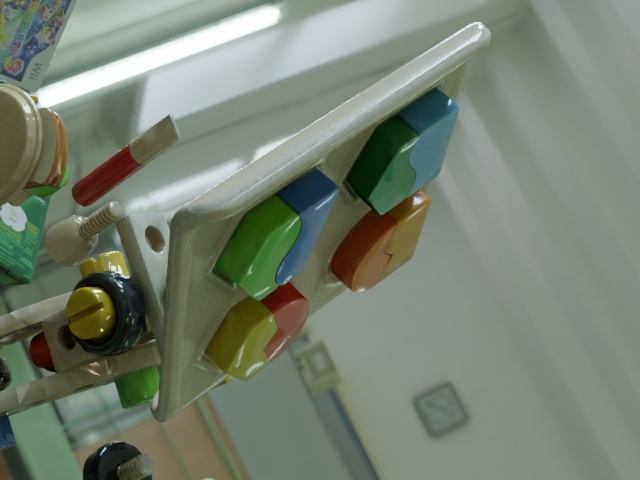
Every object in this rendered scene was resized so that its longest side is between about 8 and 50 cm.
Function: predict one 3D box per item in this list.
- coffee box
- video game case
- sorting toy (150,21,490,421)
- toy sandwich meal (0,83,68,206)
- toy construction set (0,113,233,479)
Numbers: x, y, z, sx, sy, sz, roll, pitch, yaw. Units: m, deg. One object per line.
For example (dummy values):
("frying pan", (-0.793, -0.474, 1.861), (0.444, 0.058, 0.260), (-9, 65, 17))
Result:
("coffee box", (-0.324, -0.058, 1.359), (0.113, 0.040, 0.184), (41, 50, -54))
("video game case", (-0.262, -0.178, 1.054), (0.011, 0.122, 0.087), (33, -80, 51))
("sorting toy", (0.000, 0.000, 0.676), (0.038, 0.193, 0.208), (45, -31, 17))
("toy sandwich meal", (-0.185, -0.053, 0.768), (0.086, 0.085, 0.029), (57, 14, 26))
("toy construction set", (-0.136, 0.030, 1.025), (0.237, 0.257, 0.309), (-31, -129, 37))
